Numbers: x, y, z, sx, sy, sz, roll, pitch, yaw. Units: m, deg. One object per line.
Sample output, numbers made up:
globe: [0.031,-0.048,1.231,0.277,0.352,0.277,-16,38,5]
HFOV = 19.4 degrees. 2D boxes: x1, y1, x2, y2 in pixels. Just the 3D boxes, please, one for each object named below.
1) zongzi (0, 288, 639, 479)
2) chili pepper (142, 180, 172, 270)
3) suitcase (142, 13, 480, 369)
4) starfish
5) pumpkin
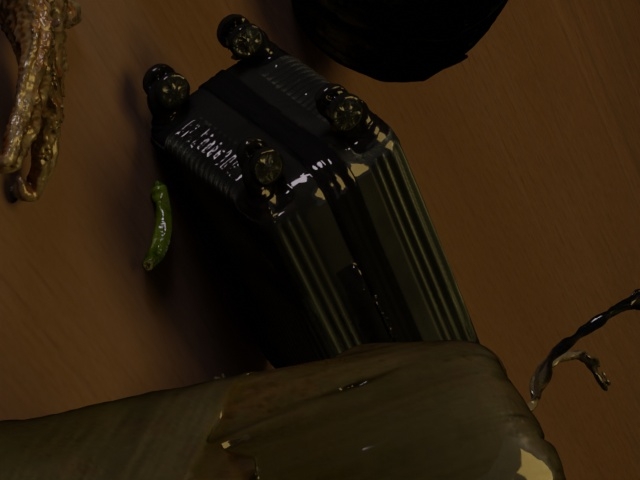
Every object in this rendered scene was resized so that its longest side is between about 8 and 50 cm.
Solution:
zongzi: [-0.036,0.111,0.943,0.418,0.447,0.181,48,12,-48]
chili pepper: [-0.118,-0.007,1.343,0.030,0.017,0.083,55,29,-48]
suitcase: [0.000,0.000,1.386,0.202,0.128,0.312,38,-21,49]
starfish: [-0.174,-0.135,1.119,0.295,0.048,0.231,88,-1,-73]
pumpkin: [0.055,-0.292,1.682,0.296,0.295,0.296,-9,90,-70]
